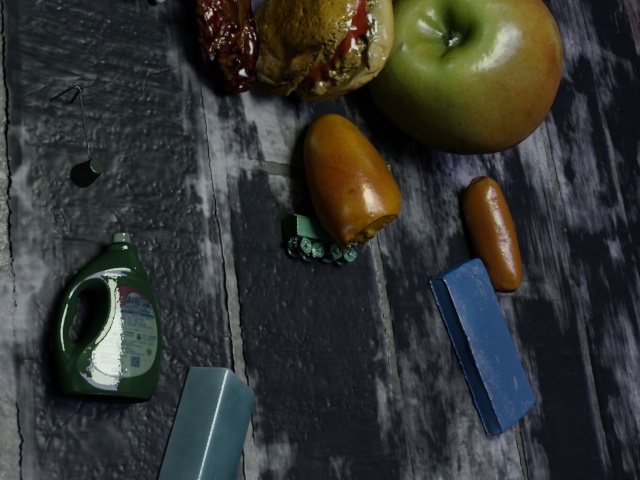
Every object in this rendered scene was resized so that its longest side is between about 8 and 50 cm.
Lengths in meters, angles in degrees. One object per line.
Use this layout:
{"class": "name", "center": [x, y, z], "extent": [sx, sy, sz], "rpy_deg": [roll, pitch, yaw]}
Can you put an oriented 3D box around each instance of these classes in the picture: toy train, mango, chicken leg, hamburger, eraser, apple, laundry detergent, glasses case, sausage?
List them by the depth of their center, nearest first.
{"class": "laundry detergent", "center": [-0.259, 0.090, 1.038], "extent": [0.137, 0.063, 0.211], "rpy_deg": [11, 67, -36]}
{"class": "glasses case", "center": [-0.147, 0.299, 1.079], "extent": [0.105, 0.056, 0.266], "rpy_deg": [33, 54, -32]}
{"class": "chicken leg", "center": [-0.173, -0.417, 1.254], "extent": [0.158, 0.096, 0.407], "rpy_deg": [-63, 143, -64]}
{"class": "hamburger", "center": [0.009, -0.330, 1.348], "extent": [0.163, 0.244, 0.244], "rpy_deg": [23, 60, -42]}
{"class": "toy train", "center": [0.000, 0.000, 1.352], "extent": [0.148, 0.038, 0.071], "rpy_deg": [10, 66, -42]}
{"class": "mango", "center": [0.042, -0.106, 1.353], "extent": [0.154, 0.126, 0.252], "rpy_deg": [23, 39, -45]}
{"class": "apple", "center": [0.249, -0.324, 1.499], "extent": [0.305, 0.338, 0.338], "rpy_deg": [22, 60, -54]}
{"class": "eraser", "center": [0.307, 0.194, 1.586], "extent": [0.144, 0.043, 0.311], "rpy_deg": [-21, 91, -47]}
{"class": "sausage", "center": [0.336, -0.012, 1.657], "extent": [0.098, 0.098, 0.238], "rpy_deg": [-5, 81, -46]}

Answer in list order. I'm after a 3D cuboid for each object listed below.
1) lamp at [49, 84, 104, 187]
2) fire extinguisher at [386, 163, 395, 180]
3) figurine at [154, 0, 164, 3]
{"class": "lamp", "center": [-0.304, -0.133, 1.079], "extent": [0.041, 0.054, 0.121], "rpy_deg": [-17, 88, -47]}
{"class": "fire extinguisher", "center": [0.120, -0.095, 1.519], "extent": [0.038, 0.025, 0.083], "rpy_deg": [-5, 76, -8]}
{"class": "figurine", "center": [-0.256, -0.393, 1.222], "extent": [0.094, 0.082, 0.086], "rpy_deg": [4, 88, -20]}
